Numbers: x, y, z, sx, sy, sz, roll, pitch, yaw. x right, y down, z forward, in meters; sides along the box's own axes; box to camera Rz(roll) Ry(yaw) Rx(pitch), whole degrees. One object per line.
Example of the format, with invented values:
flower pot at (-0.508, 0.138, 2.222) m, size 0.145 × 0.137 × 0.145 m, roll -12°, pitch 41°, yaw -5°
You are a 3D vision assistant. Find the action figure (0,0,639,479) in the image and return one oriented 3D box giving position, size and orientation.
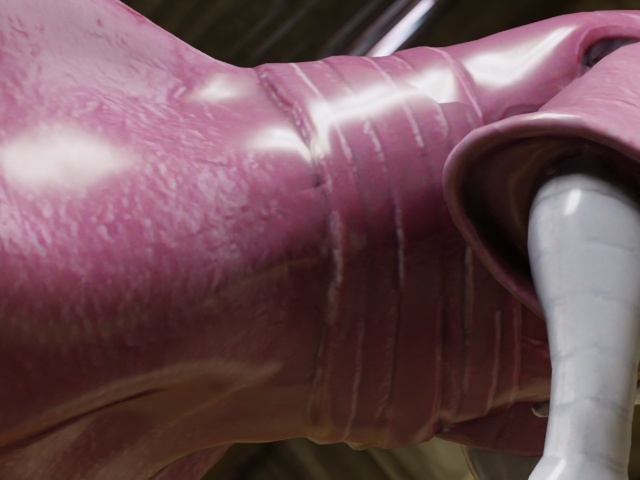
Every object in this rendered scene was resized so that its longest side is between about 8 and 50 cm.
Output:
action figure at (0.000, 0.000, 0.520) m, size 0.370 × 0.276 × 0.248 m, roll -10°, pitch -18°, yaw -12°
